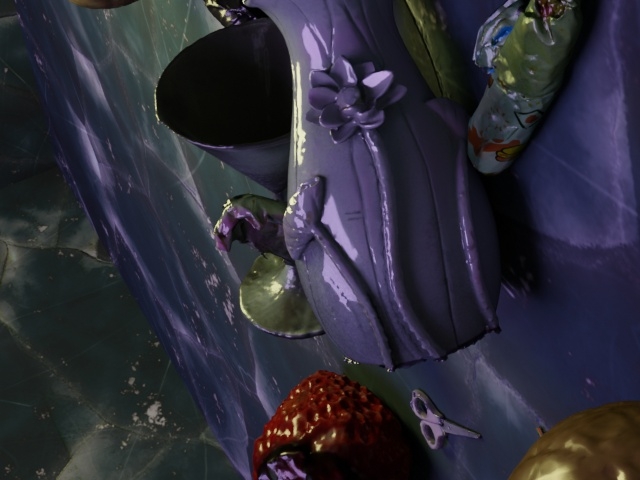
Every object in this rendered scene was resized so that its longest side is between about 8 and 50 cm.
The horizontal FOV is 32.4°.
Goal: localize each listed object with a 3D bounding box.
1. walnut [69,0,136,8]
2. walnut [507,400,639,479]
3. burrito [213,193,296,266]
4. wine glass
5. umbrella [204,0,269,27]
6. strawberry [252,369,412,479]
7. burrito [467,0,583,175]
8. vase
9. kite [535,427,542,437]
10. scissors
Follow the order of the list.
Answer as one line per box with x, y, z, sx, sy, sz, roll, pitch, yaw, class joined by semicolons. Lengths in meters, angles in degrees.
-0.359;-0.504;1.822;0.248;0.248;0.248;53;158;33;walnut
0.299;0.274;0.925;0.333;0.333;0.333;53;158;33;walnut
0.002;-0.003;1.388;0.096;0.309;0.066;-37;54;39;burrito
-0.057;-0.065;1.525;0.267;0.267;0.406;48;157;42;wine glass
-0.145;-0.383;1.607;0.358;0.106;0.113;47;-176;21;umbrella
0.033;0.368;1.857;0.291;0.310;0.292;20;130;25;strawberry
0.182;-0.164;1.050;0.104;0.054;0.288;61;163;18;burrito
0.055;-0.098;1.216;0.250;0.250;0.445;16;124;66;vase
0.306;0.300;1.353;0.159;0.010;0.190;59;160;18;kite
0.188;0.277;1.638;0.189;0.015;0.100;2;113;68;scissors
